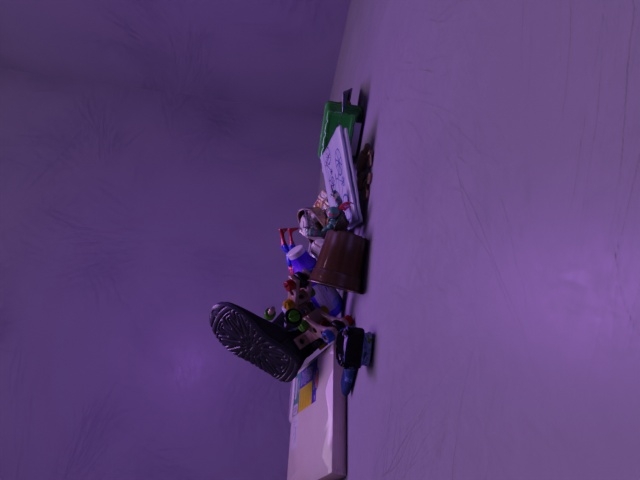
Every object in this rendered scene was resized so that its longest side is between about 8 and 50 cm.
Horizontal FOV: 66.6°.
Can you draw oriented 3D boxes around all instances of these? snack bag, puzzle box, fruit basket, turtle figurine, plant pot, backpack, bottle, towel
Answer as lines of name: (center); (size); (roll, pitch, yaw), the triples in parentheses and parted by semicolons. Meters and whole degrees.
snack bag: (0.069, -0.190, 1.697); (0.342, 0.037, 0.324); (141, 119, -77)
puzzle box: (-0.010, 0.560, 1.541); (0.272, 0.052, 0.409); (-48, 28, 41)
fruit basket: (0.100, -0.448, 1.996); (0.353, 0.165, 0.328); (-53, -26, -67)
turtle figurine: (0.031, -0.058, 1.545); (0.175, 0.118, 0.234); (-45, -27, -20)
plant pot: (0.061, 0.061, 1.451); (0.167, 0.166, 0.165); (131, 154, -82)
backpack: (0.083, 0.272, 1.223); (0.114, 0.084, 0.105); (131, 147, -73)
bottle: (-0.020, 0.147, 1.759); (0.283, 0.092, 0.118); (58, -161, -17)
towel: (0.083, 0.384, 1.402); (0.067, 0.029, 0.120); (-90, 9, -60)

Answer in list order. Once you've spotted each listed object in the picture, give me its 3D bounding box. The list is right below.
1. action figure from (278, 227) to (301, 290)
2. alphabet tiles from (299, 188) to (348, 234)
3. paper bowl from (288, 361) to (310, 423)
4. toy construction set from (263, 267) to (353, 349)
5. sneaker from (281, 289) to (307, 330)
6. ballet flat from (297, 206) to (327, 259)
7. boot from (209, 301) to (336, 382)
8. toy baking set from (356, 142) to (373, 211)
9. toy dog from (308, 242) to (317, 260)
action figure: (-0.074, 0.090, 1.845); (0.091, 0.139, 0.281); (-1, 94, 48)
alphabet tiles: (0.035, -0.085, 1.875); (0.198, 0.009, 0.237); (38, 105, 35)
paper bowl: (-0.046, 0.626, 1.926); (0.284, 0.147, 0.285); (-174, 90, -85)
toy construction set: (-0.020, 0.216, 1.612); (0.309, 0.257, 0.237); (-60, -1, -34)
sneaker: (-0.103, 0.253, 1.717); (0.072, 0.082, 0.191); (63, -154, -24)
ballet flat: (0.000, 0.000, 1.765); (0.123, 0.123, 0.349); (101, 152, -42)
boot: (-0.158, 0.296, 1.800); (0.146, 0.367, 0.445); (-55, -7, 23)
toy baking set: (0.135, -0.192, 1.626); (0.256, 0.030, 0.197); (105, 171, -61)
toy dog: (0.021, 0.050, 1.970); (0.161, 0.220, 0.334); (16, -96, -56)
